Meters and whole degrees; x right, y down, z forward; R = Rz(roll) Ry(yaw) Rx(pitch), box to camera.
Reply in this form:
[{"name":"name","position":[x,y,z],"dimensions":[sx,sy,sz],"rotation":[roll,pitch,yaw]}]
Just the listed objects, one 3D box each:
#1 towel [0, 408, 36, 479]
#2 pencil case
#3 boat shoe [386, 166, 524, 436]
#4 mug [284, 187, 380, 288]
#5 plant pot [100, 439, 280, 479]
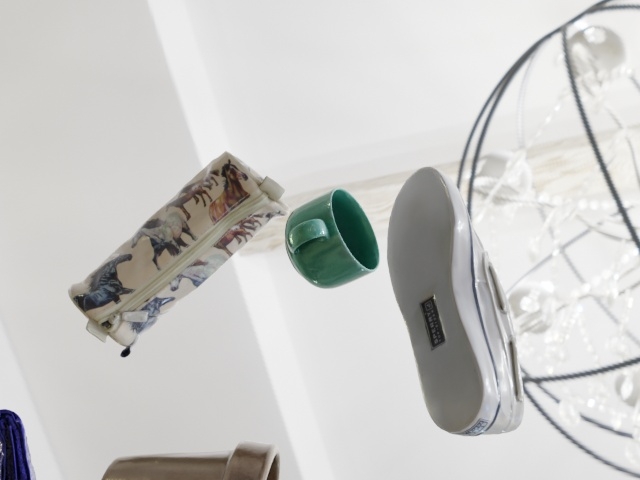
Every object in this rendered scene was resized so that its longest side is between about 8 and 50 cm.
[{"name":"towel","position":[-0.668,0.537,1.895],"dimensions":[0.308,0.076,0.228],"rotation":[106,-29,-52]},{"name":"pencil case","position":[-0.243,0.016,1.480],"dimensions":[0.410,0.183,0.160],"rotation":[-41,-58,0]},{"name":"boat shoe","position":[0.127,0.055,0.785],"dimensions":[0.095,0.084,0.258],"rotation":[-28,-123,43]},{"name":"mug","position":[0.002,-0.004,1.182],"dimensions":[0.097,0.129,0.158],"rotation":[-25,-48,24]},{"name":"plant pot","position":[-0.191,0.394,1.171],"dimensions":[0.229,0.263,0.263],"rotation":[11,-67,4]}]
